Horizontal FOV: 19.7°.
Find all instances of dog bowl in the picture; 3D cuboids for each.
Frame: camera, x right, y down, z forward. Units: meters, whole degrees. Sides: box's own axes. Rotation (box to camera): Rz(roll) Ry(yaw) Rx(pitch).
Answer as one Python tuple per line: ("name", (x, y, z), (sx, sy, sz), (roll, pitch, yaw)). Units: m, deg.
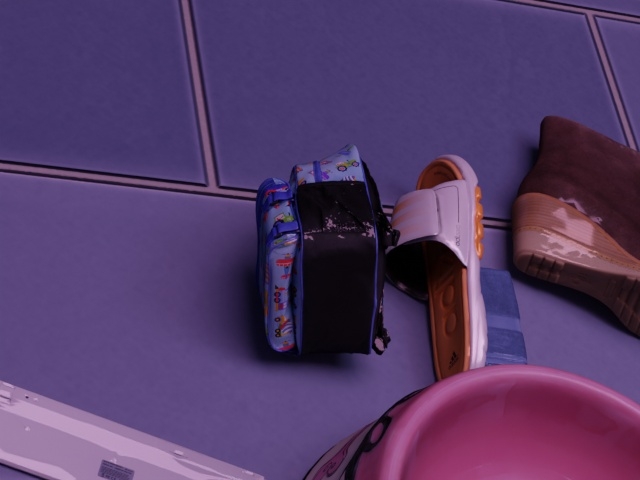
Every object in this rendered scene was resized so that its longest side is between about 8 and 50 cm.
("dog bowl", (0.176, 0.279, 1.500), (0.408, 0.150, 0.408), (14, 48, -16))

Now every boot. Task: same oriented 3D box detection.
("boot", (0.317, -0.016, 1.852), (0.248, 0.090, 0.207), (23, 49, -3))

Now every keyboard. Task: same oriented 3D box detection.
("keyboard", (-0.166, 0.183, 1.505), (0.256, 0.014, 0.072), (21, 52, -9))

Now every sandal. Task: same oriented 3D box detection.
("sandal", (0.101, 0.024, 1.706), (0.076, 0.102, 0.265), (12, 51, -21))

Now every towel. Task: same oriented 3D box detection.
("towel", (0.157, 0.079, 1.737), (0.067, 0.029, 0.119), (10, 50, -19))

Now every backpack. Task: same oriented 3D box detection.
("backpack", (0.000, 0.000, 1.644), (0.117, 0.158, 0.173), (-3, 39, -6))
